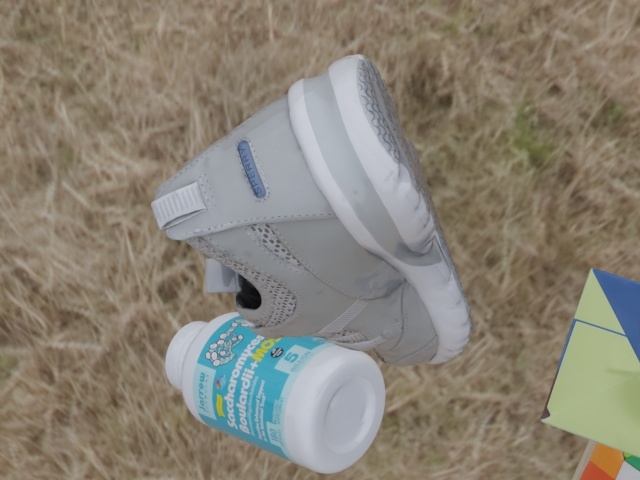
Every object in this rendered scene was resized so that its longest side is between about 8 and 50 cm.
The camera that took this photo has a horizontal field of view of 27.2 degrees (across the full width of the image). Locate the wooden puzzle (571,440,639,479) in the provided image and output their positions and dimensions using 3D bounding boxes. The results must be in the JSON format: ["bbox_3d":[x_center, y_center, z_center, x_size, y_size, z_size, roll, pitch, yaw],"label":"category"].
[{"bbox_3d":[0.368,0.294,1.530,0.044,0.221,0.239,11,103,-31],"label":"wooden puzzle"}]

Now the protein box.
[{"bbox_3d":[0.322,0.128,1.125,0.199,0.201,0.136,18,88,26],"label":"protein box"}]

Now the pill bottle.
[{"bbox_3d":[-0.063,0.170,1.563,0.264,0.146,0.146,14,70,41],"label":"pill bottle"}]

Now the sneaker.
[{"bbox_3d":[0.000,0.000,0.643,0.115,0.281,0.105,-19,66,6],"label":"sneaker"}]
